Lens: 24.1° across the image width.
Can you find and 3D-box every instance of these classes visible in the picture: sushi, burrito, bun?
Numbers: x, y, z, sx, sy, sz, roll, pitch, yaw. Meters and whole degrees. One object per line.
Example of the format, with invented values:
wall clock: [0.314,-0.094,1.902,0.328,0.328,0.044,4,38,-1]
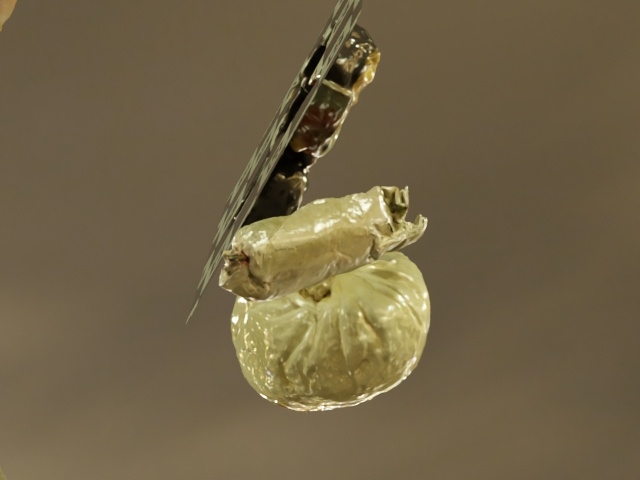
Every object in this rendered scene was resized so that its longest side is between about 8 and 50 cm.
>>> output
sushi: [-0.013,-0.108,1.561,0.064,0.343,0.359,28,-69,-8]
burrito: [0.001,0.000,1.064,0.188,0.058,0.045,-19,4,-37]
bun: [0.004,0.059,1.218,0.164,0.188,0.111,-30,-65,-9]

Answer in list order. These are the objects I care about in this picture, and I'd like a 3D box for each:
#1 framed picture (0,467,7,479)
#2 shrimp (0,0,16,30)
framed picture: [-0.274,0.310,1.187,0.018,0.265,0.192,16,-63,-47]
shrimp: [-0.273,-0.162,0.880,0.152,0.063,0.287,-54,-21,16]
